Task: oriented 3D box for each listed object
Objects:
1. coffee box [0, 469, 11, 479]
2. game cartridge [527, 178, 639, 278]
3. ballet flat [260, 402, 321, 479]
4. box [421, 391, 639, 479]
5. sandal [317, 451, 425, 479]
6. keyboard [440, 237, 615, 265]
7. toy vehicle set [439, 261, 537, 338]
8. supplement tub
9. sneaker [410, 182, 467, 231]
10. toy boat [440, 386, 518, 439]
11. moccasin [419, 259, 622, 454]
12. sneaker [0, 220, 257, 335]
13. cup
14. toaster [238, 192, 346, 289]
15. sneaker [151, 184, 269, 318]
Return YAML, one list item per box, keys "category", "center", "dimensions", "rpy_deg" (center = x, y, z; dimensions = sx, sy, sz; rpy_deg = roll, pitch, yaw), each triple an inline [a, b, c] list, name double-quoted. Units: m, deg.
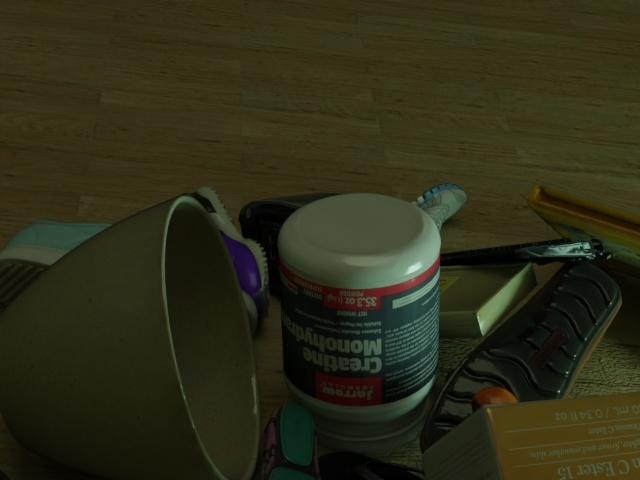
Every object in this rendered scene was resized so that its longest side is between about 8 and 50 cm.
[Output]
- category: "coffee box"
  center: [-0.361, 0.318, 1.282]
  dimensions: [0.168, 0.119, 0.297]
  rpy_deg: [-23, 44, -40]
- category: "game cartridge"
  center: [0.470, 0.017, 1.875]
  dimensions: [0.285, 0.052, 0.324]
  rpy_deg: [20, -7, 30]
- category: "ballet flat"
  center: [-0.039, 0.275, 1.479]
  dimensions: [0.077, 0.079, 0.221]
  rpy_deg: [20, 27, -14]
- category: "box"
  center: [0.253, 0.332, 1.230]
  dimensions: [0.215, 0.168, 0.345]
  rpy_deg: [-3, 67, -20]
- category: "sandal"
  center: [0.109, 0.293, 1.511]
  dimensions: [0.254, 0.054, 0.097]
  rpy_deg: [17, 32, 12]
- category: "keyboard"
  center: [0.279, 0.019, 1.854]
  dimensions: [0.201, 0.033, 0.317]
  rpy_deg: [0, -3, -25]
- category: "toy vehicle set"
  center: [0.136, 0.082, 1.762]
  dimensions: [0.267, 0.035, 0.166]
  rpy_deg: [-4, 19, 38]
- category: "supplement tub"
  center: [0.048, 0.098, 1.580]
  dimensions: [0.191, 0.272, 0.191]
  rpy_deg: [-2, 29, 1]
- category: "sneaker"
  center: [0.166, -0.025, 2.043]
  dimensions: [0.191, 0.071, 0.083]
  rpy_deg: [-25, 51, -31]
- category: "toy boat"
  center: [0.215, 0.230, 1.474]
  dimensions: [0.231, 0.151, 0.151]
  rpy_deg: [1, 46, -37]
- category: "moccasin"
  center: [0.245, 0.171, 1.673]
  dimensions: [0.139, 0.147, 0.380]
  rpy_deg: [34, 49, 8]
- category: "sneaker"
  center: [-0.247, 0.038, 1.741]
  dimensions: [0.366, 0.135, 0.150]
  rpy_deg: [14, 42, 7]
- category: "cup"
  center: [-0.227, 0.134, 1.481]
  dimensions: [0.237, 0.331, 0.331]
  rpy_deg: [-12, 30, 11]
- category: "toaster"
  center: [0.000, 0.000, 1.852]
  dimensions: [0.146, 0.129, 0.227]
  rpy_deg: [-13, 14, -38]
- category: "sneaker"
  center: [-0.174, 0.031, 1.832]
  dimensions: [0.146, 0.102, 0.293]
  rpy_deg: [-12, 33, -22]
